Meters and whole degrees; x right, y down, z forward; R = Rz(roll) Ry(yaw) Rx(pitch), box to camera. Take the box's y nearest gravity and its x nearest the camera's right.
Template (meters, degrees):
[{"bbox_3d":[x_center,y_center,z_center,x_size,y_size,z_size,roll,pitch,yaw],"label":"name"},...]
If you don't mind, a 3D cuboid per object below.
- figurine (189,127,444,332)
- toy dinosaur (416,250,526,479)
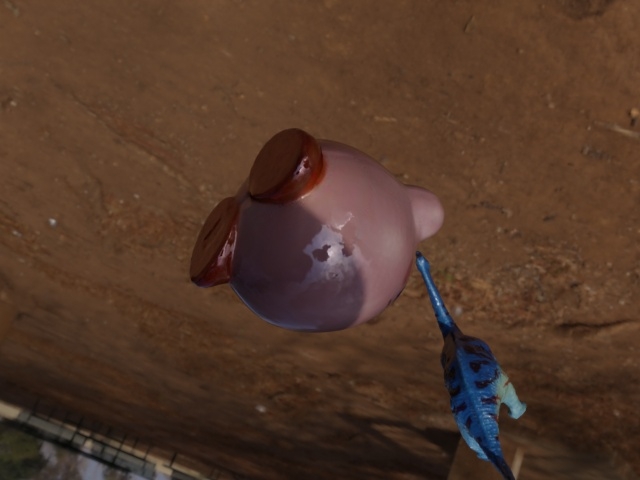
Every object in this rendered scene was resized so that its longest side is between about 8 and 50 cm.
[{"bbox_3d":[0.000,0.000,0.625,0.173,0.173,0.173,21,162,7],"label":"figurine"},{"bbox_3d":[0.180,0.165,0.843,0.076,0.329,0.144,-25,138,14],"label":"toy dinosaur"}]
